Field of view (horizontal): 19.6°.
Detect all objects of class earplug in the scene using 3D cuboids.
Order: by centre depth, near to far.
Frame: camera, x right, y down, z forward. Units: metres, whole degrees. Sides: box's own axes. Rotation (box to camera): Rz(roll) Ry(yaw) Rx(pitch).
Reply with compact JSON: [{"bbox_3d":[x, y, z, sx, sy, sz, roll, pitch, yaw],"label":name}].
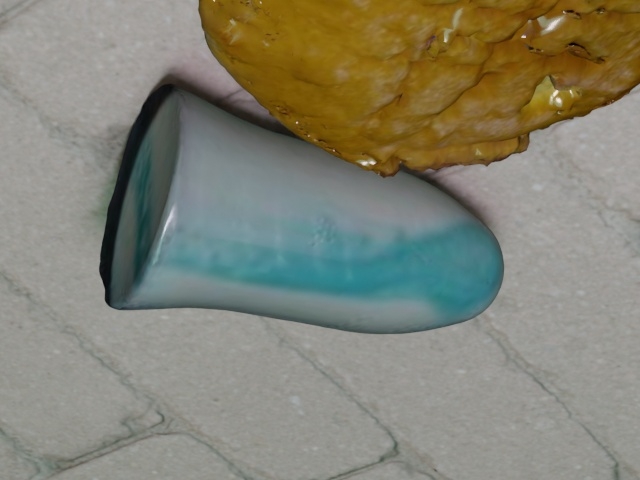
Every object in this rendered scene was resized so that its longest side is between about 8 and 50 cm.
[{"bbox_3d":[0.000,0.000,1.527,0.324,0.185,0.185,14,138,-21],"label":"earplug"}]

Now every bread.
[{"bbox_3d":[0.098,-0.211,1.160,0.398,0.215,0.398,-17,150,-10],"label":"bread"}]
